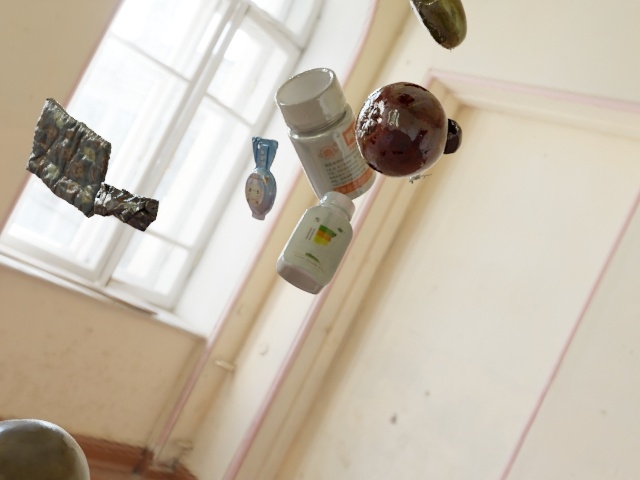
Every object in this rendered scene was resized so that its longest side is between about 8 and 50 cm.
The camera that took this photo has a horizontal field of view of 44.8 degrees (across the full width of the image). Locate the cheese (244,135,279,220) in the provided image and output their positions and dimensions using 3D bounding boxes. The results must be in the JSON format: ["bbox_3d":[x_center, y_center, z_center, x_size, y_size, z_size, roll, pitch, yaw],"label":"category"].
[{"bbox_3d":[-0.173,-0.180,2.283,0.135,0.244,0.052,16,15,41],"label":"cheese"}]

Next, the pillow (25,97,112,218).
[{"bbox_3d":[-0.558,-0.182,1.720,0.255,0.189,0.034,34,22,27],"label":"pillow"}]

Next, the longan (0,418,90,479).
[{"bbox_3d":[-0.599,0.491,1.519,0.297,0.297,0.297,26,-3,2],"label":"longan"}]

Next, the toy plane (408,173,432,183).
[{"bbox_3d":[0.259,-0.177,2.085,0.078,0.084,0.024,12,-40,36],"label":"toy plane"}]

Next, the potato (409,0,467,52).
[{"bbox_3d":[0.283,-0.582,1.910,0.149,0.113,0.251,-148,-144,-77],"label":"potato"}]

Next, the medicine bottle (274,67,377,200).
[{"bbox_3d":[0.019,-0.308,2.321,0.211,0.211,0.371,23,-33,46],"label":"medicine bottle"}]

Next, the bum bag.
[{"bbox_3d":[-0.303,-0.052,1.206,0.124,0.058,0.034,20,-7,28],"label":"bum bag"}]

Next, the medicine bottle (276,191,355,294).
[{"bbox_3d":[0.000,0.000,2.223,0.161,0.296,0.111,32,-34,-4],"label":"medicine bottle"}]

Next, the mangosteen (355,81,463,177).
[{"bbox_3d":[0.206,-0.239,1.731,0.258,0.215,0.215,8,7,-32],"label":"mangosteen"}]
